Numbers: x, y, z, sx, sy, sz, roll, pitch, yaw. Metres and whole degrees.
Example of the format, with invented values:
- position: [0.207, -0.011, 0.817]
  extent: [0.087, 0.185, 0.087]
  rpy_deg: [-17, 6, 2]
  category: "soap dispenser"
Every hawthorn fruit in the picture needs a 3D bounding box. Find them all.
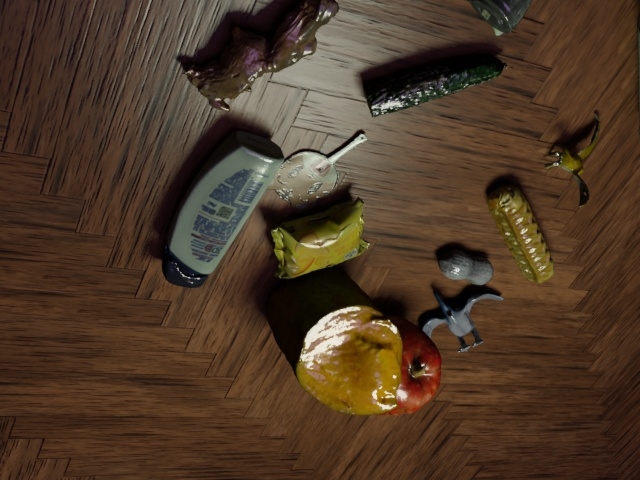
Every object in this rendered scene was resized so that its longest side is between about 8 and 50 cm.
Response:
- position: [0.164, 0.311, 2.066]
  extent: [0.258, 0.262, 0.258]
  rpy_deg: [-36, 138, -40]
  category: "hawthorn fruit"

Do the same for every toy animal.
- position: [0.357, 0.196, 2.176]
  extent: [0.239, 0.176, 0.255]
  rpy_deg: [-28, 171, 10]
  category: "toy animal"
- position: [0.555, -0.177, 1.891]
  extent: [0.095, 0.155, 0.219]
  rpy_deg: [15, 85, -5]
  category: "toy animal"

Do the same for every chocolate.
- position: [0.351, 0.065, 2.044]
  extent: [0.167, 0.072, 0.072]
  rpy_deg: [16, 124, -36]
  category: "chocolate"

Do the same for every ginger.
- position: [-0.094, -0.333, 1.460]
  extent: [0.290, 0.084, 0.122]
  rpy_deg: [-30, 115, 12]
  category: "ginger"

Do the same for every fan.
- position: [0.000, -0.149, 1.722]
  extent: [0.226, 0.008, 0.152]
  rpy_deg: [-36, 135, 14]
  category: "fan"

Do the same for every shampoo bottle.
- position: [-0.214, -0.055, 1.673]
  extent: [0.134, 0.078, 0.359]
  rpy_deg: [16, 125, -31]
  category: "shampoo bottle"

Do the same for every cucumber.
- position: [0.225, -0.306, 1.626]
  extent: [0.293, 0.067, 0.067]
  rpy_deg: [-18, 137, -7]
  category: "cucumber"

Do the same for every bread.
- position: [0.482, -0.010, 2.021]
  extent: [0.077, 0.084, 0.367]
  rpy_deg: [-60, 139, -21]
  category: "bread"

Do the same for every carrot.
- position: [0.029, 0.216, 1.892]
  extent: [0.241, 0.341, 0.241]
  rpy_deg: [-14, 124, -22]
  category: "carrot"

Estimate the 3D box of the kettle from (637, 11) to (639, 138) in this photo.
- position: [0.762, -0.355, 1.744]
  extent: [0.205, 0.265, 0.318]
  rpy_deg: [0, 142, 22]
  category: "kettle"

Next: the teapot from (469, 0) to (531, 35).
- position: [0.341, -0.433, 1.520]
  extent: [0.108, 0.111, 0.149]
  rpy_deg: [-45, 129, 3]
  category: "teapot"

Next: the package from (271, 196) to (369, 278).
- position: [0.000, 0.000, 1.810]
  extent: [0.226, 0.090, 0.168]
  rpy_deg: [-18, 139, -10]
  category: "package"
